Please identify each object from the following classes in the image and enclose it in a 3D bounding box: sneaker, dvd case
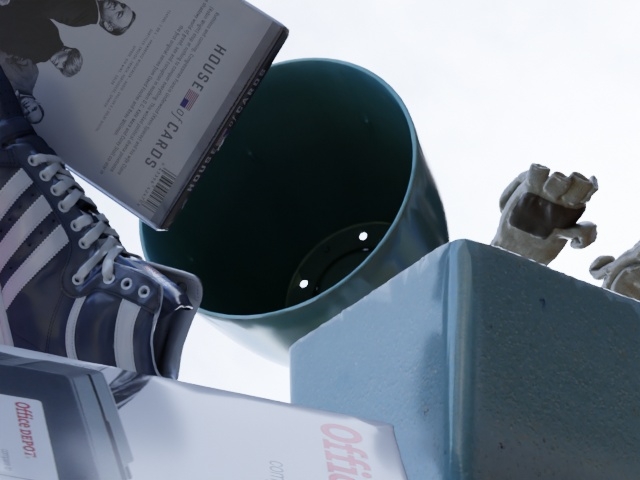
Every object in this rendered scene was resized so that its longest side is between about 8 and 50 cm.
[{"bbox_3d":[-0.177,-0.008,1.065,0.153,0.099,0.282,-11,-89,16],"label":"sneaker"},{"bbox_3d":[-0.166,-0.145,1.124,0.179,0.238,0.029,-58,-13,6],"label":"dvd case"}]

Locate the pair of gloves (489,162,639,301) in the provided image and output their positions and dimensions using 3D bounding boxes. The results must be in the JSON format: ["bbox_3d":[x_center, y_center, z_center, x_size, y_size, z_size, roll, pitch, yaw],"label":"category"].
[{"bbox_3d":[0.312,0.007,1.698,0.204,0.240,0.042,104,-168,-49],"label":"pair of gloves"}]

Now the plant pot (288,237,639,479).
[{"bbox_3d":[0.125,0.186,1.066,0.248,0.252,0.247,20,-31,-24],"label":"plant pot"}]

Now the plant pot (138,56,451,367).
[{"bbox_3d":[0.000,0.000,1.506,0.293,0.293,0.235,-40,-38,-1],"label":"plant pot"}]

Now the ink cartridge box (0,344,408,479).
[{"bbox_3d":[-0.152,0.171,0.709,0.395,0.285,0.166,12,-76,-7],"label":"ink cartridge box"}]
